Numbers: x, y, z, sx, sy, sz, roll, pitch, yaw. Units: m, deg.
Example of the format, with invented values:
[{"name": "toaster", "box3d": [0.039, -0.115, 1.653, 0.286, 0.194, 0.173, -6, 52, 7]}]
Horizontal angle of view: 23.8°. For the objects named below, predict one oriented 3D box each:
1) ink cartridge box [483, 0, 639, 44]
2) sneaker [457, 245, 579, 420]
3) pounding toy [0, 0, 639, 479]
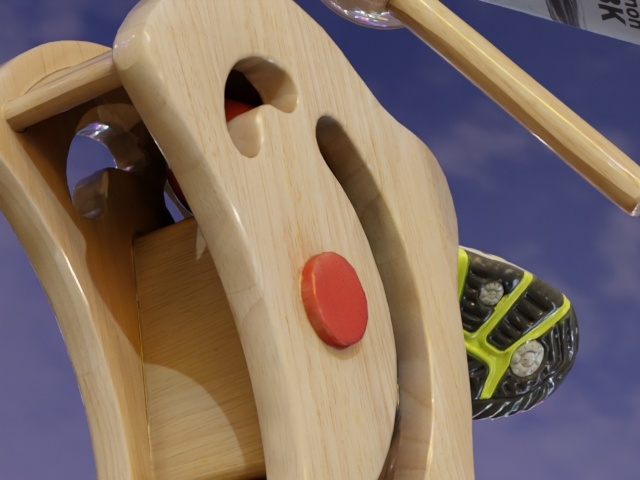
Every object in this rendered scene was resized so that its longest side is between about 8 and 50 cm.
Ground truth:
[{"name": "ink cartridge box", "box3d": [0.121, -0.218, 0.792, 0.273, 0.114, 0.197, 21, -24, 33]}, {"name": "sneaker", "box3d": [0.024, 0.045, 1.201, 0.384, 0.145, 0.147, 11, 16, -18]}, {"name": "pounding toy", "box3d": [0.000, 0.000, 0.445, 0.155, 0.269, 0.154, -18, -26, 33]}]
